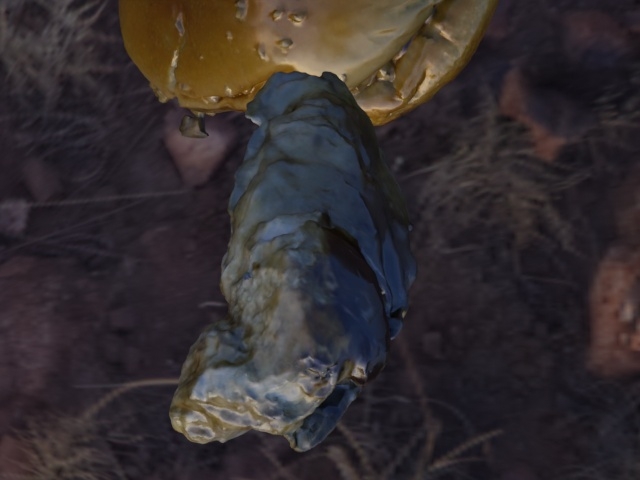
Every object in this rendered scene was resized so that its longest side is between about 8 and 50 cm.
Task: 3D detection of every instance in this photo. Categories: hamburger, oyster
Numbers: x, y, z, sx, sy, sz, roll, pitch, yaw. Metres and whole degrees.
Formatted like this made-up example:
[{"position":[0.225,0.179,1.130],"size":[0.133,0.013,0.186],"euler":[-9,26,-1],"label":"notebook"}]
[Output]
[{"position":[-0.004,-0.215,1.259],"size":[0.170,0.290,0.314],"euler":[35,72,-43],"label":"hamburger"},{"position":[0.004,0.016,0.957],"size":[0.161,0.107,0.233],"euler":[56,40,-24],"label":"oyster"}]
